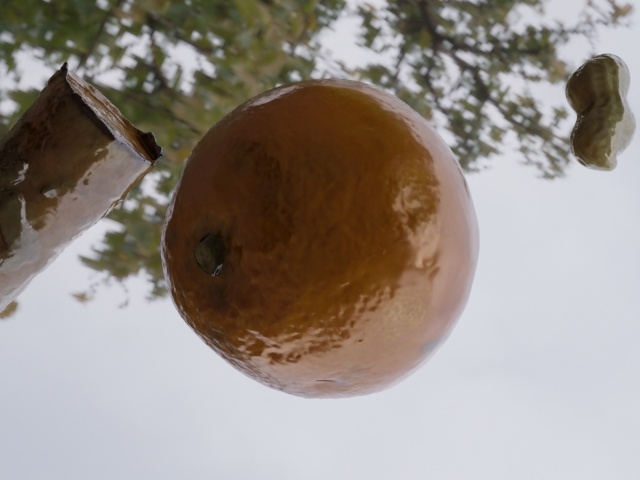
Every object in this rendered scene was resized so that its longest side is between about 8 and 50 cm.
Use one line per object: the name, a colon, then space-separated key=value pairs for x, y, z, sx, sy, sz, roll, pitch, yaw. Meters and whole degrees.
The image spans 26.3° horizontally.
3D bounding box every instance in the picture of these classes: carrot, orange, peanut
carrot: x=-0.223 y=0.005 z=0.941 sx=0.263 sy=0.102 sz=0.102 roll=-49 pitch=-135 yaw=5
orange: x=0.000 y=0.000 z=1.298 sx=0.312 sy=0.312 sz=0.312 roll=-19 pitch=-120 yaw=38
peanut: x=0.332 y=-0.152 z=1.627 sx=0.082 sy=0.082 sz=0.187 roll=-26 pitch=-138 yaw=35
